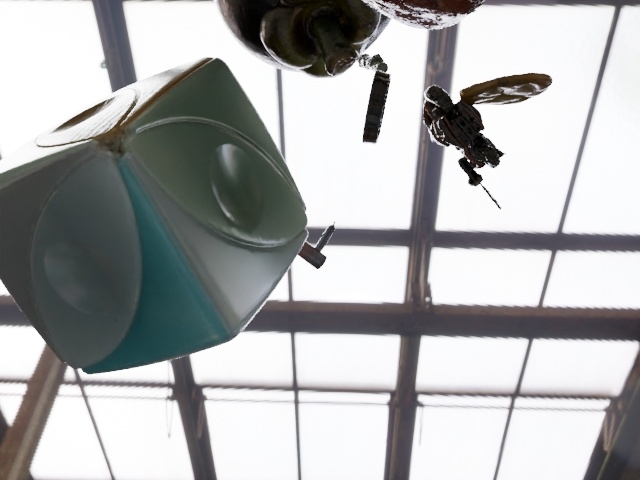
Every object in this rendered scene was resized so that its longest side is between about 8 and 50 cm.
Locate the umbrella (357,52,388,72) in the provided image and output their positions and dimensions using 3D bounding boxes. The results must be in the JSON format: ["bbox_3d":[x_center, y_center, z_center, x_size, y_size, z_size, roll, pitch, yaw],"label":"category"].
[{"bbox_3d":[0.142,-0.492,2.143,0.046,0.050,0.188,-24,-157,-3],"label":"umbrella"}]

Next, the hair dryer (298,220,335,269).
[{"bbox_3d":[0.000,0.000,1.696,0.063,0.037,0.114,38,-106,-15],"label":"hair dryer"}]

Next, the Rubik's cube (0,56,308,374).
[{"bbox_3d":[-0.264,-0.039,1.177,0.352,0.351,0.347,-13,-154,28],"label":"Rubik's cube"}]

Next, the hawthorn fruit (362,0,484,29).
[{"bbox_3d":[0.078,-0.316,0.796,0.235,0.181,0.181,10,-142,-20],"label":"hawthorn fruit"}]

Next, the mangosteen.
[{"bbox_3d":[-0.023,-0.392,1.139,0.297,0.297,0.313,7,-165,8],"label":"mangosteen"}]

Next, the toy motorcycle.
[{"bbox_3d":[0.408,-0.263,2.132,0.134,0.401,0.207,-45,-170,-2],"label":"toy motorcycle"}]

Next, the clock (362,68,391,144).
[{"bbox_3d":[0.139,-0.325,1.902,0.040,0.184,0.184,11,-137,5],"label":"clock"}]

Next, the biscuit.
[{"bbox_3d":[0.470,-0.383,1.984,0.260,0.041,0.203,-7,177,-24],"label":"biscuit"}]
